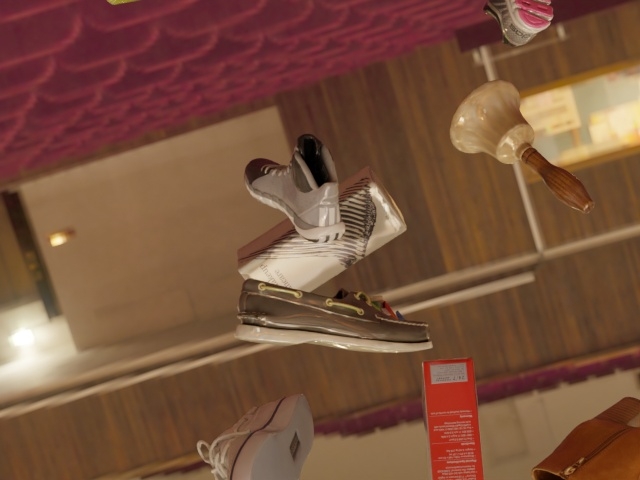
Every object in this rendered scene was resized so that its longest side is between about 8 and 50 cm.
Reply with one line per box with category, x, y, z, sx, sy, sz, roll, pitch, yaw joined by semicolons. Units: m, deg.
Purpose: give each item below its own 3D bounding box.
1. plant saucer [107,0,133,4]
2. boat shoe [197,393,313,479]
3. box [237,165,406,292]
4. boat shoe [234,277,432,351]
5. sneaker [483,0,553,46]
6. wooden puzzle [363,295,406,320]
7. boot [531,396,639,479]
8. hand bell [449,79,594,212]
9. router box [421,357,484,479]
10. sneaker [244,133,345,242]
plant saucer;-0.241;-0.436;1.842;0.188;0.188;0.045;-18;174;-36
boat shoe;-0.123;0.347;2.120;0.156;0.136;0.367;-11;-166;14
box;0.000;0.000;2.213;0.275;0.113;0.094;-34;-160;8
boat shoe;0.026;0.114;1.932;0.304;0.091;0.109;6;172;-18
sneaker;0.216;-0.294;1.517;0.063;0.170;0.075;0;151;-22
wooden puzzle;0.106;0.123;2.202;0.014;0.079;0.116;-42;166;25
boot;0.448;0.321;1.770;0.211;0.104;0.295;-35;-148;-29
hand bell;0.303;-0.113;1.873;0.126;0.126;0.242;-20;-133;-23
router box;0.218;0.378;2.161;0.082;0.301;0.335;-4;161;3
sneaker;-0.033;-0.102;1.863;0.086;0.132;0.228;-17;-145;-29
